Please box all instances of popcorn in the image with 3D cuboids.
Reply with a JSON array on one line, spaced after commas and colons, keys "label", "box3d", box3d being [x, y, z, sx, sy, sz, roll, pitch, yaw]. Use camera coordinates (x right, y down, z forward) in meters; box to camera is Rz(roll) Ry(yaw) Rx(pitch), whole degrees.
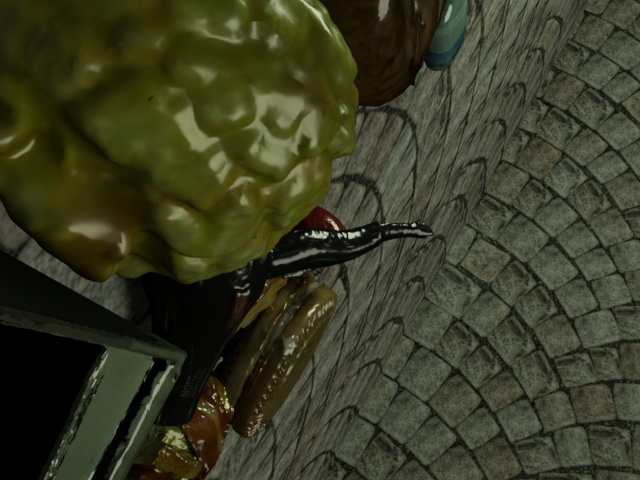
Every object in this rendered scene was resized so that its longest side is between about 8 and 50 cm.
[{"label": "popcorn", "box3d": [-0.112, -0.080, 0.460, 0.251, 0.206, 0.237, -14, 153, -29]}]

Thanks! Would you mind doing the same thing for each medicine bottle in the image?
[{"label": "medicine bottle", "box3d": [0.184, -0.337, 1.257, 0.090, 0.053, 0.208, -58, 162, -14]}]

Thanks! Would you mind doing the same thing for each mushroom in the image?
[{"label": "mushroom", "box3d": [0.042, -0.256, 0.652, 0.263, 0.195, 0.283, -62, -177, -36]}]

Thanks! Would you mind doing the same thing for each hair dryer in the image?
[{"label": "hair dryer", "box3d": [-0.020, 0.046, 0.879, 0.359, 0.120, 0.304, -11, 130, -34]}]

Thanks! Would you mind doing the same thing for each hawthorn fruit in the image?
[{"label": "hawthorn fruit", "box3d": [0.000, 0.000, 1.123, 0.081, 0.093, 0.081, -54, 162, -26]}]

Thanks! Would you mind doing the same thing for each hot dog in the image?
[{"label": "hot dog", "box3d": [-0.159, 0.234, 0.965, 0.213, 0.103, 0.146, -39, 150, -59]}]

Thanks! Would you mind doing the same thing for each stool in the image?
[{"label": "stool", "box3d": [-0.230, 0.115, 0.415, 0.244, 0.170, 0.270, -63, 165, -6]}]

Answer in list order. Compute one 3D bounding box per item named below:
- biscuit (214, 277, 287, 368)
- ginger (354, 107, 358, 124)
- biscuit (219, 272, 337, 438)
[{"label": "biscuit", "box3d": [-0.092, 0.066, 0.985, 0.118, 0.061, 0.183, -56, 172, 32]}, {"label": "ginger", "box3d": [-0.051, -0.125, 0.798, 0.131, 0.086, 0.294, -59, 159, 19]}, {"label": "biscuit", "box3d": [-0.061, 0.156, 1.180, 0.259, 0.079, 0.259, -57, 171, -14]}]
